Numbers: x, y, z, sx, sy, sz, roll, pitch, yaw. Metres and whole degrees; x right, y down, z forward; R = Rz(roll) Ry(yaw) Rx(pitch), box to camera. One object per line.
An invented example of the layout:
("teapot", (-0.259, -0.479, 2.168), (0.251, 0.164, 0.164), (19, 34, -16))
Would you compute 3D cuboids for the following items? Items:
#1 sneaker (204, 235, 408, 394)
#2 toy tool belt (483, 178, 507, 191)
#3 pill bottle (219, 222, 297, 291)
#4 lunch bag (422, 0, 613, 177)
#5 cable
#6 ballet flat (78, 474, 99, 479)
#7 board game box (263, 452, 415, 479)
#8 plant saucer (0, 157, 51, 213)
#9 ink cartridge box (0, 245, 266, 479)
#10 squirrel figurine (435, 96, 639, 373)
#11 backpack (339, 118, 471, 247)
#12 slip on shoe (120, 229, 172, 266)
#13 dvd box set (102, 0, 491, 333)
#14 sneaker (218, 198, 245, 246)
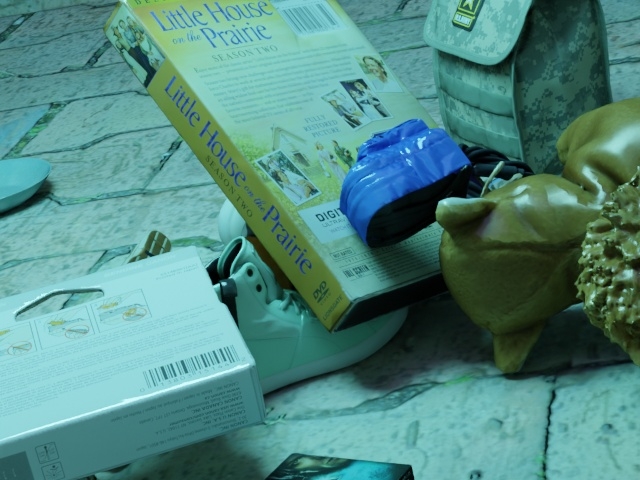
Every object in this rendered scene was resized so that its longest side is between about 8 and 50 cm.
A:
("sneaker", (-0.025, 0.058, 1.768), (0.256, 0.151, 0.094), (-22, 21, -27))
("toy tool belt", (0.207, -0.052, 2.088), (0.083, 0.052, 0.051), (-28, -6, -44))
("pill bottle", (0.000, 0.000, 1.933), (0.130, 0.130, 0.246), (9, 28, 44))
("lunch bag", (0.246, -0.234, 2.191), (0.169, 0.287, 0.235), (-19, 22, -19))
("cable", (0.200, -0.049, 1.870), (0.047, 0.184, 0.150), (-52, -3, 36))
("ballet flat", (-0.289, 0.221, 1.616), (0.241, 0.091, 0.077), (16, 3, 44))
("board game box", (-0.017, 0.239, 1.465), (0.126, 0.026, 0.186), (2, 24, 31))
("plant saucer", (-0.478, -0.068, 2.509), (0.195, 0.037, 0.195), (-11, 21, 4))
("ink cartridge box", (-0.222, 0.122, 1.597), (0.296, 0.066, 0.261), (-16, 27, -9))
("squirrel figurine", (0.301, -0.019, 1.640), (0.370, 0.281, 0.397), (-20, 19, -4))
("backpack", (0.075, -0.054, 1.725), (0.120, 0.098, 0.101), (-30, 61, -16))
("slip on shoe", (-0.217, 0.036, 2.094), (0.041, 0.051, 0.135), (-46, 14, 28))
("dvd box set", (-0.001, -0.110, 1.858), (0.308, 0.420, 0.062), (-18, -27, -48))
("sneaker", (0.021, -0.052, 2.091), (0.290, 0.106, 0.123), (-19, 19, -23))
